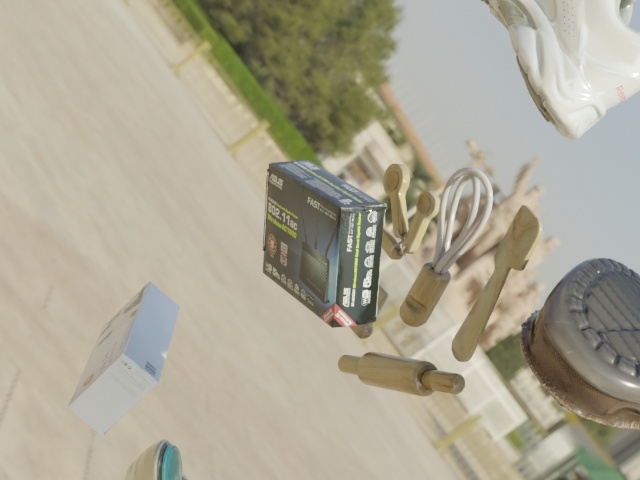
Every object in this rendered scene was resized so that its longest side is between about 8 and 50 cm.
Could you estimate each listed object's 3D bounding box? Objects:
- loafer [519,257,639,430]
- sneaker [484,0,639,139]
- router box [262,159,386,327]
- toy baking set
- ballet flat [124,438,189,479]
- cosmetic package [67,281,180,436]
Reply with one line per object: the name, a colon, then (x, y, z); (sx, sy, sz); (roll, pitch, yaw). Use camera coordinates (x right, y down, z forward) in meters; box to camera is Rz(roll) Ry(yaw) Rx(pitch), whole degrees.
loafer: (0.246, 0.107, 1.003); (0.134, 0.130, 0.366); (55, 22, 22)
sneaker: (0.170, -0.187, 0.876); (0.232, 0.115, 0.090); (67, 10, 19)
router box: (0.000, 0.000, 0.920); (0.122, 0.038, 0.092); (33, -56, 56)
toy baking set: (0.081, 0.034, 1.037); (0.030, 0.196, 0.256); (4, 3, -33)
ballet flat: (-0.200, 0.311, 1.520); (0.086, 0.086, 0.248); (55, -12, 31)
cosmetic package: (-0.236, 0.138, 1.513); (0.060, 0.099, 0.239); (42, 13, -12)
